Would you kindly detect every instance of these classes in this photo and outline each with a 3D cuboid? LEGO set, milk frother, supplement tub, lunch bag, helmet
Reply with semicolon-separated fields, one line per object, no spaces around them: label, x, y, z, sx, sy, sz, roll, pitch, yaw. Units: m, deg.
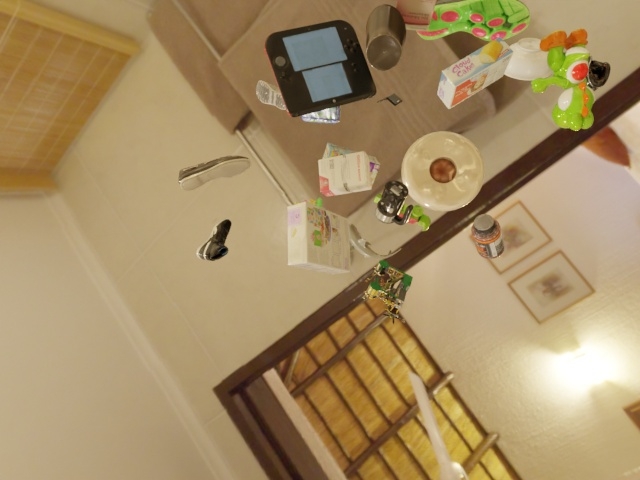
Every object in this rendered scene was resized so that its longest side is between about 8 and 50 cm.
LEGO set;0.345;0.282;2.381;0.254;0.192;0.331;22;-146;-2
milk frother;0.227;-0.108;1.521;0.143;0.135;0.129;-16;-124;-23
supplement tub;0.625;-0.018;1.677;0.198;0.106;0.106;50;-164;-48
lunch bag;0.002;-0.707;2.377;0.218;0.176;0.090;8;-126;5
helmet;1.086;-0.687;1.859;0.169;0.169;0.161;40;174;-21

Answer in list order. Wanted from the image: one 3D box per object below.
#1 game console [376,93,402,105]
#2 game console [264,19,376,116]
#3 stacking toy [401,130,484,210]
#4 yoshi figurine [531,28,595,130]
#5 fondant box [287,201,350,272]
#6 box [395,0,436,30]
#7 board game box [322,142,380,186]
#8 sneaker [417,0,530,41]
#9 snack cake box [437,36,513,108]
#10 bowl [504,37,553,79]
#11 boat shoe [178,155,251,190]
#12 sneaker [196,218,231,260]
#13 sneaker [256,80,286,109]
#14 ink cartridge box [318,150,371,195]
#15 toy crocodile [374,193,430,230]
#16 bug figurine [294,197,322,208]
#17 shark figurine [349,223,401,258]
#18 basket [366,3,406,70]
game console;0.417;-0.834;2.687;0.107;0.071;0.122;42;-137;5
game console;-0.001;-0.685;1.763;0.060;0.386;0.342;133;117;-73
stacking toy;0.544;-0.275;2.108;0.351;0.350;0.480;53;-179;9
yoshi figurine;0.913;-0.573;1.663;0.203;0.203;0.362;-2;-97;-49
fondant box;0.000;0.000;1.826;0.330;0.096;0.238;18;-114;-56
box;0.369;-0.934;1.726;0.148;0.127;0.232;9;175;6
board game box;0.150;-0.391;2.340;0.275;0.142;0.144;15;-156;-11
sneaker;0.643;-0.968;1.898;0.202;0.482;0.185;-53;-36;-28
snack cake box;0.594;-0.646;1.735;0.089;0.264;0.152;58;177;16
bowl;1.131;-1.007;2.436;0.134;0.297;0.298;85;169;-49
boat shoe;-0.485;-0.330;2.030;0.112;0.335;0.096;79;169;-59
sneaker;-0.419;0.004;1.911;0.217;0.121;0.079;-57;-39;-25
sneaker;-0.245;-0.795;2.474;0.281;0.105;0.115;39;-146;24
ink cartridge box;0.111;-0.295;1.995;0.092;0.217;0.159;28;-124;-66
toy crocodile;0.454;-0.161;2.481;0.340;0.115;0.105;26;-112;-3
bug figurine;-0.053;-0.134;2.569;0.279;0.072;0.216;-12;-73;-43
shark figurine;0.236;0.029;2.176;0.278;0.116;0.166;31;-121;9
basket;0.241;-0.737;1.668;0.227;0.154;0.204;-78;-21;-46
